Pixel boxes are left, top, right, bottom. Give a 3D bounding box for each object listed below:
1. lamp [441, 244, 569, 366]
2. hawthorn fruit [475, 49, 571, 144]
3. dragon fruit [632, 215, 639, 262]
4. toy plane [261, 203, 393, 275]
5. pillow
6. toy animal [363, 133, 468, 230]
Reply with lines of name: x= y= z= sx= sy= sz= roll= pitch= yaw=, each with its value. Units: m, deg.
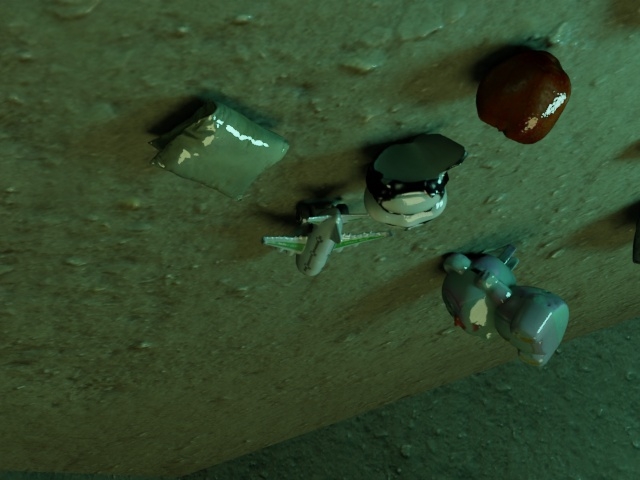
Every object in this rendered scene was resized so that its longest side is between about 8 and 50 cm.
lamp: x=0.446 y=0.135 z=1.985 sx=0.247 sy=0.301 sz=0.247 roll=-52 pitch=142 yaw=-15
hawthorn fruit: x=0.307 y=-0.219 z=1.235 sx=0.132 sy=0.133 sz=0.138 roll=12 pitch=120 yaw=-49
dragon fruit: x=0.884 y=-0.026 z=2.007 sx=0.221 sy=0.204 sz=0.283 roll=7 pitch=180 yaw=15
toy plane: x=-0.001 y=-0.005 z=1.550 sx=0.250 sy=0.101 sz=0.255 roll=-3 pitch=160 yaw=-18
pillow: x=-0.146 y=-0.133 z=1.191 sx=0.134 sy=0.078 sz=0.181 roll=-32 pitch=150 yaw=27
toy animal: x=0.157 y=-0.089 z=1.418 sx=0.165 sy=0.138 sz=0.179 roll=2 pitch=151 yaw=-1
